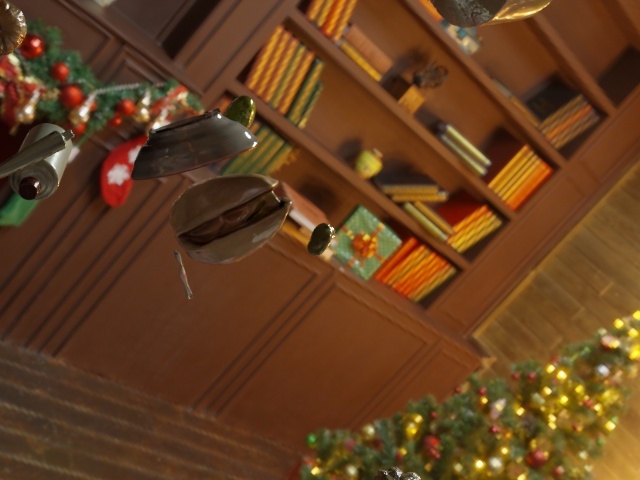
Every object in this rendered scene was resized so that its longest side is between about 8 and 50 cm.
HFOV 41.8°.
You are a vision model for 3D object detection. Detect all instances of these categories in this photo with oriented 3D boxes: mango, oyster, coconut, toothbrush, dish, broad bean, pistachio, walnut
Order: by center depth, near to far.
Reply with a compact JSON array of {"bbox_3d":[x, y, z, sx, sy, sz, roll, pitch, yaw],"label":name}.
[{"bbox_3d":[0.309,-0.518,1.574,0.244,0.239,0.239,-11,44,-34],"label":"coconut"},{"bbox_3d":[-0.252,-0.195,1.619,0.260,0.260,0.085,-97,172,-75],"label":"dish"},{"bbox_3d":[0.161,0.526,1.700,0.209,0.133,0.072,-86,169,-58],"label":"oyster"},{"bbox_3d":[0.000,0.000,1.767,0.045,0.063,0.083,47,43,-21],"label":"broad bean"},{"bbox_3d":[-0.199,-0.050,1.822,0.193,0.318,0.214,63,34,-15],"label":"pistachio"},{"bbox_3d":[-0.197,-0.295,2.024,0.074,0.091,0.165,36,-21,-15],"label":"mango"},{"bbox_3d":[-0.816,-0.534,2.079,0.155,0.155,0.184,34,-8,-37],"label":"walnut"},{"bbox_3d":[-0.351,0.093,2.150,0.022,0.017,0.204,47,-23,33],"label":"toothbrush"}]

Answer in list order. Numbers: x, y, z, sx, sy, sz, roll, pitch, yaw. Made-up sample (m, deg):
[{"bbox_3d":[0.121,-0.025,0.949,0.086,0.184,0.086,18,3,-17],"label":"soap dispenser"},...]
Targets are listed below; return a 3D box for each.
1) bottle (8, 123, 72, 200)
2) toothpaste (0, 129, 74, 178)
[{"bbox_3d":[-0.597,-0.158,1.780,0.104,0.104,0.245,37,19,-24],"label":"bottle"},{"bbox_3d":[-0.578,-0.160,1.637,0.064,0.218,0.041,-4,-63,57],"label":"toothpaste"}]
